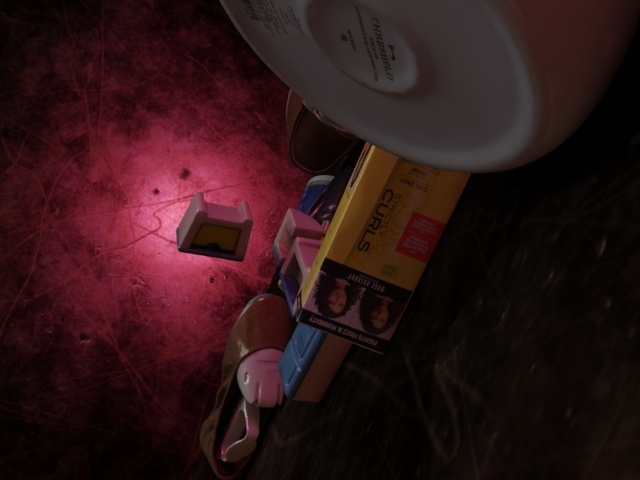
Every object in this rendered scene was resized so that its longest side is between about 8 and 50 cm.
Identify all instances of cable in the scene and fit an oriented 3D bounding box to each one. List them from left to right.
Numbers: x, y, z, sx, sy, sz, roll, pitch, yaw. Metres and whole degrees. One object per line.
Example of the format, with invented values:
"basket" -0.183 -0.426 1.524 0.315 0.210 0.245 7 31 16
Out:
"cable" 0.051 -0.075 0.995 0.139 0.072 0.287 -23 32 47

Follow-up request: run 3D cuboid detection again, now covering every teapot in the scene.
"teapot" 0.073 -0.170 0.406 0.187 0.252 0.256 -55 14 -16

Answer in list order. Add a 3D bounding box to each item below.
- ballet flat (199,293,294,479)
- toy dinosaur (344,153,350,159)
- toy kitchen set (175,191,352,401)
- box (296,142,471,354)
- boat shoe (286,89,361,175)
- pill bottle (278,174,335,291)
"ballet flat" -0.113 0.250 1.170 0.342 0.116 0.124 -65 26 26
"toy dinosaur" 0.068 -0.196 1.243 0.313 0.121 0.160 -95 16 -69
"toy kitchen set" -0.075 0.061 0.837 0.207 0.166 0.122 -111 39 -50
"box" 0.061 -0.027 0.614 0.058 0.087 0.232 -96 30 -74
"boat shoe" 0.031 -0.185 0.884 0.324 0.123 0.116 121 169 -48
"pill bottle" 0.000 0.000 1.050 0.094 0.094 0.169 124 166 -66
